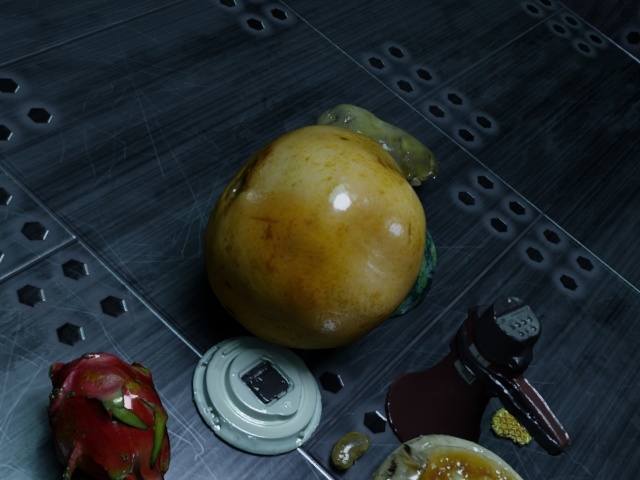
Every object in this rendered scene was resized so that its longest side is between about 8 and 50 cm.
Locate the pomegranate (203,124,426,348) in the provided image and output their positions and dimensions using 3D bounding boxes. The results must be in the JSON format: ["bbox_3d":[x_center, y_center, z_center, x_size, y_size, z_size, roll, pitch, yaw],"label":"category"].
[{"bbox_3d":[0.000,0.000,1.656,0.417,0.416,0.416,15,45,-15],"label":"pomegranate"}]

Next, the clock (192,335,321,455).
[{"bbox_3d":[-0.102,0.254,1.613,0.236,0.053,0.236,15,44,-15],"label":"clock"}]

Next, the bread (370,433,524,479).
[{"bbox_3d":[0.208,0.459,1.506,0.306,0.158,0.305,14,49,-17],"label":"bread"}]

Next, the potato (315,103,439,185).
[{"bbox_3d":[0.125,-0.199,2.091,0.296,0.141,0.191,19,28,-10],"label":"potato"}]

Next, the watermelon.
[{"bbox_3d":[0.131,0.046,1.861,0.202,0.207,0.136,11,17,4],"label":"watermelon"}]

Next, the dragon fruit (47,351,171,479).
[{"bbox_3d":[-0.316,0.297,1.391,0.198,0.200,0.269,-16,99,-44],"label":"dragon fruit"}]

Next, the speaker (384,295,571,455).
[{"bbox_3d":[0.272,0.271,1.610,0.198,0.329,0.259,6,54,-23],"label":"speaker"}]

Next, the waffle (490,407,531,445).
[{"bbox_3d":[0.367,0.358,1.787,0.085,0.016,0.078,34,44,4],"label":"waffle"}]

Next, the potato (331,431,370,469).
[{"bbox_3d":[0.050,0.356,1.601,0.092,0.045,0.046,-37,109,-42],"label":"potato"}]
